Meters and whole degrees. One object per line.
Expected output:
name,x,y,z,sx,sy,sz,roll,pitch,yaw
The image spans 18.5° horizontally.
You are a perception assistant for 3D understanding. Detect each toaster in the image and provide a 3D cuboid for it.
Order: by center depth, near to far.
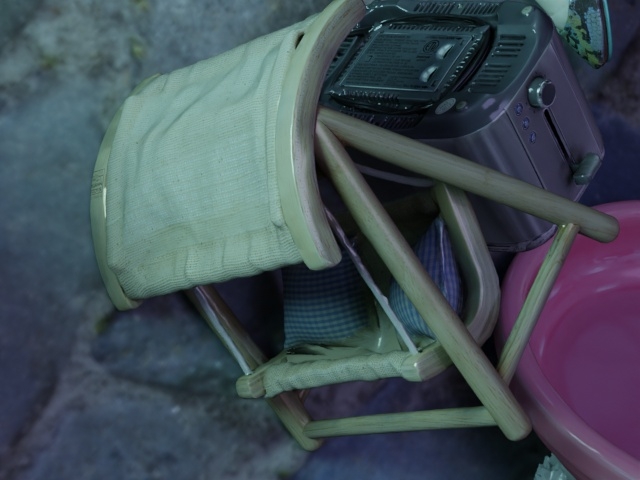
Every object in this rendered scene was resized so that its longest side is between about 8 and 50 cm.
toaster,0.088,-0.079,1.372,0.129,0.227,0.146,-55,129,-26

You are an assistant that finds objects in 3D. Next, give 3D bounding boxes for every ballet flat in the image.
ballet flat,0.185,-0.225,1.541,0.070,0.070,0.188,-2,82,-34

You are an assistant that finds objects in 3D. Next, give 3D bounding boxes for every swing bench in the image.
swing bench,0.000,0.000,1.260,0.254,0.253,0.165,38,64,-23

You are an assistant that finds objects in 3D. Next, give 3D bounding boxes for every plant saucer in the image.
plant saucer,0.284,0.104,1.446,0.332,0.084,0.332,8,39,-7

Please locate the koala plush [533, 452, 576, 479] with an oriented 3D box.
koala plush,0.251,0.251,1.457,0.196,0.203,0.221,-6,64,-43
